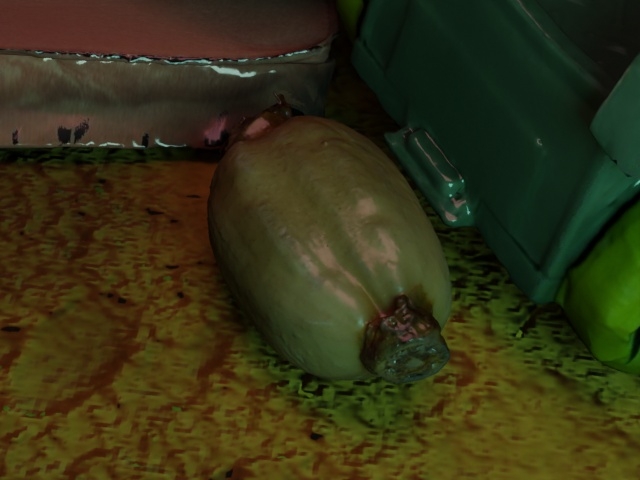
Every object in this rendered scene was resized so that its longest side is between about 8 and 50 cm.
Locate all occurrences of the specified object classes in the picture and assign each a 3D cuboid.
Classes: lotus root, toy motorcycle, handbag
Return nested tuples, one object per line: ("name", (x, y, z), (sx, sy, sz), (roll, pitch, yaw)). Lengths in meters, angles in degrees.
("lotus root", (0.000, 0.000, 0.640), (0.073, 0.062, 0.150), (-28, 44, -5))
("toy motorcycle", (0.183, -0.104, 0.677), (0.326, 0.200, 0.191), (-16, 55, -29))
("handbag", (-0.103, -0.100, 0.756), (0.212, 0.059, 0.157), (1, 39, -9))
